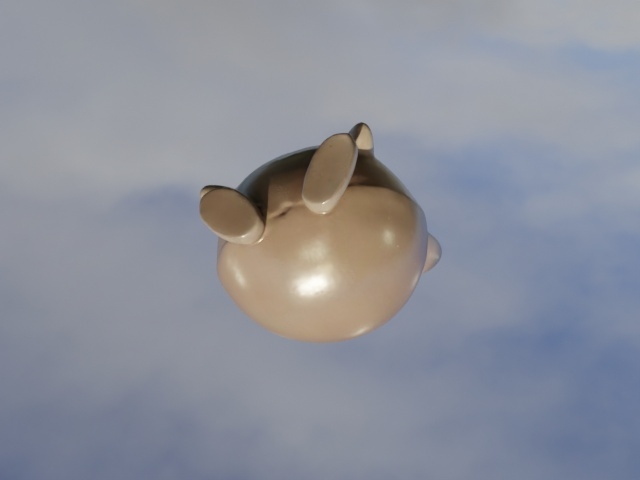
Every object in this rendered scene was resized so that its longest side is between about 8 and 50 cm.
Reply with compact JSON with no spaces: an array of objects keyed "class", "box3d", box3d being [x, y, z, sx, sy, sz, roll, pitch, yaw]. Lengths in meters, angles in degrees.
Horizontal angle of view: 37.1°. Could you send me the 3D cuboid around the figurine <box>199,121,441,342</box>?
[{"class":"figurine","box3d":[0.000,0.000,0.555,0.125,0.125,0.138,39,177,32]}]
